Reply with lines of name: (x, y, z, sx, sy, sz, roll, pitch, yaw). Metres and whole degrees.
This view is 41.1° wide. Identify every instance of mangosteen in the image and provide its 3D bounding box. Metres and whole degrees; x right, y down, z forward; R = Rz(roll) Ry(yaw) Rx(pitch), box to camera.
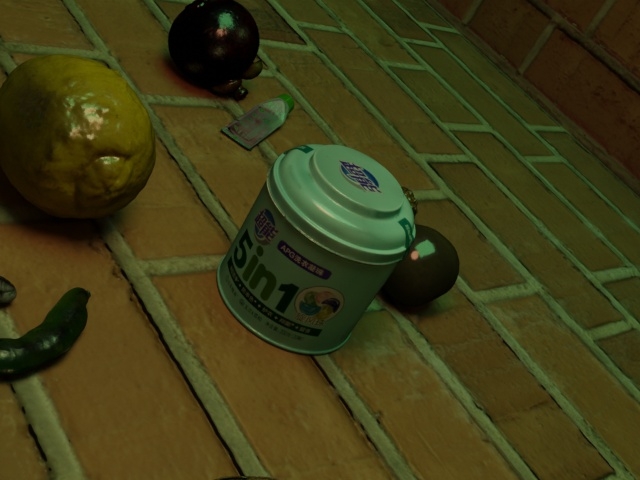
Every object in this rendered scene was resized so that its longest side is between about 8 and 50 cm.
mangosteen: (-0.247, -0.462, 2.092, 0.228, 0.228, 0.265, -78, 148, -57)

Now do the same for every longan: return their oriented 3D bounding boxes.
longan: (0.202, 0.051, 1.787, 0.189, 0.189, 0.189, 22, 33, -15)

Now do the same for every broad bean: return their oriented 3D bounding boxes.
broad bean: (-0.438, 0.126, 1.222, 0.292, 0.049, 0.144, 1, 55, -48)

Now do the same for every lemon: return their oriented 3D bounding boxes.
lemon: (-0.427, -0.182, 1.480, 0.285, 0.285, 0.316, 17, 12, -23)

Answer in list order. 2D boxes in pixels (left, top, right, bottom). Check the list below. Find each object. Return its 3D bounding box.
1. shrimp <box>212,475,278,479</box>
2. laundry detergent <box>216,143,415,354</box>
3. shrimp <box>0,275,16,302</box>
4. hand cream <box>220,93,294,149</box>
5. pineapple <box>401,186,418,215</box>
shrimp: (-0.040, 0.412, 1.170, 0.289, 0.075, 0.178, 21, 28, 9)
laundry detergent: (0.000, 0.000, 1.540, 0.287, 0.305, 0.287, 22, 33, -15)
shrimp: (-0.521, 0.060, 1.241, 0.065, 0.057, 0.165, 36, 15, 36)
hand cream: (-0.142, -0.292, 2.083, 0.079, 0.050, 0.275, 14, 32, 20)
pineapple: (0.136, -0.051, 1.913, 0.111, 0.119, 0.237, 30, 26, 16)
